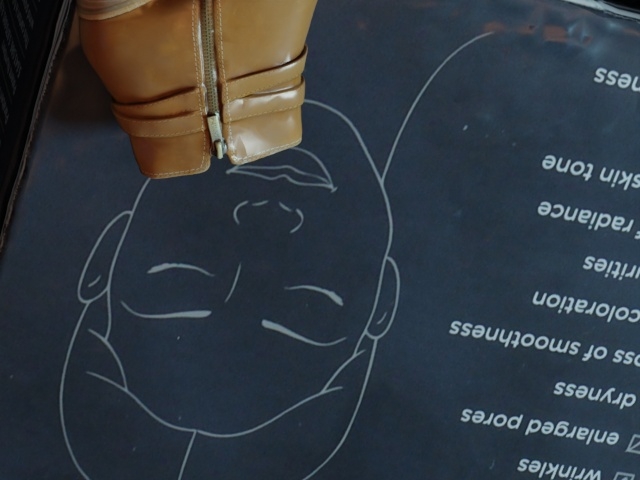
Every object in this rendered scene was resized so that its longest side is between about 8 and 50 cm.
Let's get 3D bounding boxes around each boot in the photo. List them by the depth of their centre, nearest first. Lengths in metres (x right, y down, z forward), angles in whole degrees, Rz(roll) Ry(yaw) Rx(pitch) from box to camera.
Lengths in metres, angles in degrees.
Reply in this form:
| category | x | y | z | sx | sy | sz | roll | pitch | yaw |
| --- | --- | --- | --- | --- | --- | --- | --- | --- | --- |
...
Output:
| category | x | y | z | sx | sy | sz | roll | pitch | yaw |
| --- | --- | --- | --- | --- | --- | --- | --- | --- | --- |
| boot | -0.022 | -0.115 | 0.953 | 0.197 | 0.073 | 0.152 | -10 | 120 | 5 |

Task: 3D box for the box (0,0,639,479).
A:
| category | x | y | z | sx | sy | sz | roll | pitch | yaw |
| --- | --- | --- | --- | --- | --- | --- | --- | --- | --- |
| box | 0.000 | 0.000 | 1.228 | 0.480 | 0.297 | 0.471 | 11 | 113 | -20 |
